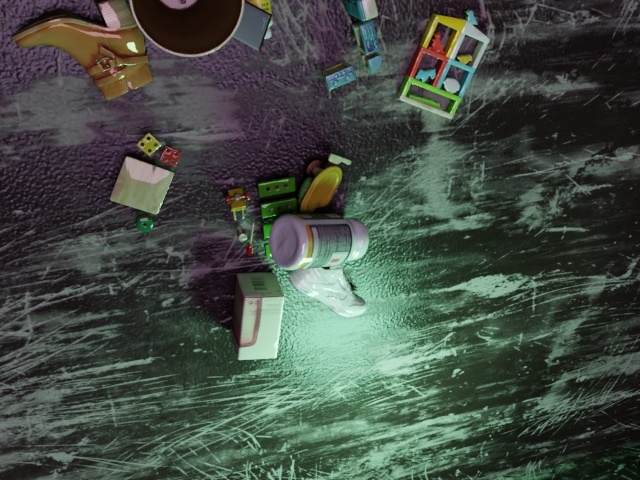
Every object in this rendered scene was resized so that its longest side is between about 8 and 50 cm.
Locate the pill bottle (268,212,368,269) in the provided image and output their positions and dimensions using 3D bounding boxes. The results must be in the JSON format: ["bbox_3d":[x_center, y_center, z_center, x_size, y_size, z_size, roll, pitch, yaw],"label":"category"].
[{"bbox_3d":[0.000,0.000,1.829,0.278,0.162,0.162,-2,120,-42],"label":"pill bottle"}]

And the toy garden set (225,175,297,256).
[{"bbox_3d":[-0.170,-0.066,1.842,0.203,0.049,0.245,-12,121,-14],"label":"toy garden set"}]

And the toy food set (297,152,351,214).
[{"bbox_3d":[-0.007,-0.175,1.829,0.128,0.071,0.218,-3,130,-53],"label":"toy food set"}]

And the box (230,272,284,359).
[{"bbox_3d":[-0.199,0.233,1.934,0.126,0.149,0.233,0,117,-18],"label":"box"}]

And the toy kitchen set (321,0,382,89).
[{"bbox_3d":[0.069,-0.517,1.628,0.166,0.122,0.207,-23,122,-5],"label":"toy kitchen set"}]

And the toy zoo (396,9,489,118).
[{"bbox_3d":[0.359,-0.513,1.782,0.192,0.030,0.293,13,112,-24],"label":"toy zoo"}]

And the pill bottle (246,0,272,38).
[{"bbox_3d":[-0.154,-0.568,1.560,0.065,0.065,0.116,-14,122,-11],"label":"pill bottle"}]

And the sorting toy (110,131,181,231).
[{"bbox_3d":[-0.479,-0.162,1.683,0.132,0.046,0.275,18,111,-26],"label":"sorting toy"}]

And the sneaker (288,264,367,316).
[{"bbox_3d":[0.050,0.141,1.987,0.305,0.114,0.152,31,106,-30],"label":"sneaker"}]

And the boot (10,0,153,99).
[{"bbox_3d":[-0.556,-0.441,1.485,0.283,0.109,0.220,-24,127,-14],"label":"boot"}]

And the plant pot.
[{"bbox_3d":[-0.311,-0.558,1.400,0.237,0.254,0.237,-8,119,-15],"label":"plant pot"}]

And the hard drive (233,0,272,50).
[{"bbox_3d":[-0.194,-0.542,1.536,0.135,0.022,0.094,28,126,2],"label":"hard drive"}]
